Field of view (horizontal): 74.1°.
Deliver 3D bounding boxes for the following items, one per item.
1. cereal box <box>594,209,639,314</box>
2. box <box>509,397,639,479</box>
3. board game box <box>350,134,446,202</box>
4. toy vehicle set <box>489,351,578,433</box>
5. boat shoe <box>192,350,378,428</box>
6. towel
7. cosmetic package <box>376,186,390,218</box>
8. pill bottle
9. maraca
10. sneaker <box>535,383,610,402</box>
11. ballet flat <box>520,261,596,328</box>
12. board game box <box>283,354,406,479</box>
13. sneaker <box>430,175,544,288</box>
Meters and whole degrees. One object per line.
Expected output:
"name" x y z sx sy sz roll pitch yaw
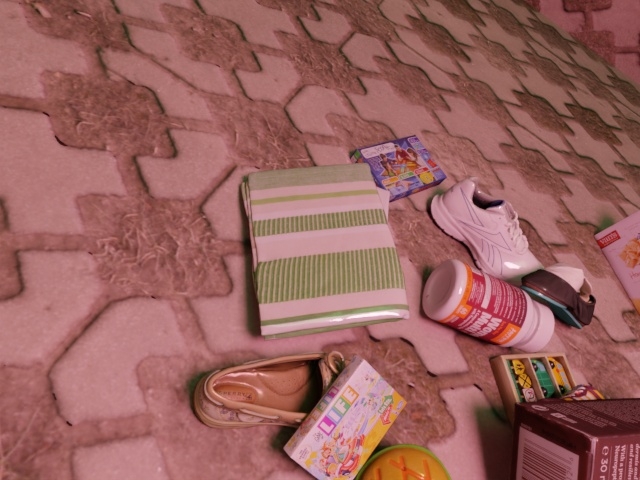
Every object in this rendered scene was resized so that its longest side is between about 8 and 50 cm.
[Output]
"cereal box" 0.838 0.048 1.075 0.048 0.173 0.239 -3 61 -26
"box" 0.482 0.355 0.641 0.382 0.143 0.190 6 88 -21
"board game box" 0.182 -0.167 0.972 0.201 0.035 0.136 -20 71 -34
"toy vehicle set" 0.426 0.342 0.772 0.166 0.035 0.266 3 60 -22
"boat shoe" -0.028 0.213 0.599 0.286 0.089 0.104 2 60 -26
"towel" 0.000 0.000 0.720 0.248 0.038 0.324 -6 55 -9
"cosmetic package" 0.069 -0.005 0.799 0.099 0.060 0.238 20 54 -14
"pill bottle" 0.316 0.128 0.801 0.221 0.121 0.121 24 53 -11
"maraca" 0.093 0.359 0.569 0.186 0.099 0.127 -30 62 -12
"sneaker" 0.448 0.293 0.750 0.186 0.069 0.083 23 52 -19
"ballet flat" 0.495 0.100 0.870 0.281 0.096 0.095 28 4 -42
"board game box" 0.037 0.250 0.577 0.103 0.026 0.154 48 72 -20
"sneaker" 0.378 -0.012 0.914 0.297 0.129 0.111 42 50 1
